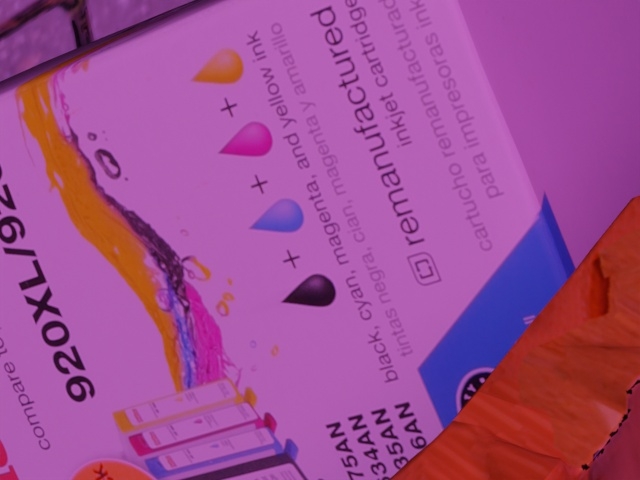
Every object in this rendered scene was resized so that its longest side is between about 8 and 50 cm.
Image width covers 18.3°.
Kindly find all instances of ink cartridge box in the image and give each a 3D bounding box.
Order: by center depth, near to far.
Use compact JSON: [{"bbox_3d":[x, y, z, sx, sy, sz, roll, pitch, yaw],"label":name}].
[{"bbox_3d":[0.000,0.000,0.634,0.232,0.168,0.171,-18,99,32],"label":"ink cartridge box"}]

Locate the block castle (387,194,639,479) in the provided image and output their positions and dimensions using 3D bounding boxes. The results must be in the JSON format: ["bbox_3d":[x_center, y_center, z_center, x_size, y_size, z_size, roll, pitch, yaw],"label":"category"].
[{"bbox_3d":[0.210,0.150,0.314,0.453,0.213,0.303,33,74,34],"label":"block castle"}]
